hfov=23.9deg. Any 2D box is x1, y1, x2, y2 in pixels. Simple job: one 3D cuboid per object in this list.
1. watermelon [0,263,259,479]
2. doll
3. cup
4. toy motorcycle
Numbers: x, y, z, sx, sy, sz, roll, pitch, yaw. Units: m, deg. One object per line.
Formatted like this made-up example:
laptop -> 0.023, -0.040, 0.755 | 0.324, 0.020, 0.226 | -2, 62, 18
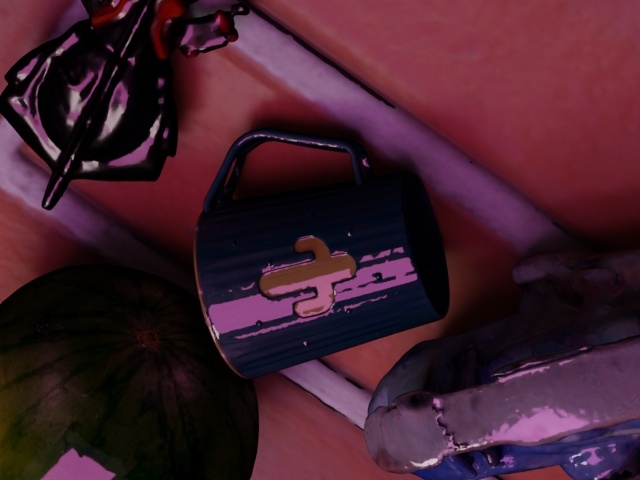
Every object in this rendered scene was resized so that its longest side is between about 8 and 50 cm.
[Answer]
watermelon -> -0.163, 0.139, 1.135 | 0.242, 0.242, 0.242 | 6, 123, 10
doll -> -0.138, -0.127, 1.057 | 0.127, 0.088, 0.248 | 34, 116, 16
cup -> 0.000, 0.000, 1.086 | 0.155, 0.131, 0.176 | -12, 93, 16
toy motorcycle -> 0.162, 0.083, 1.042 | 0.319, 0.182, 0.241 | -18, 149, 22
